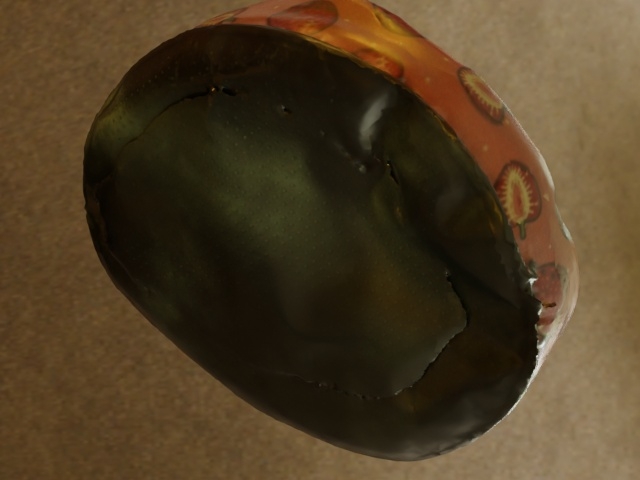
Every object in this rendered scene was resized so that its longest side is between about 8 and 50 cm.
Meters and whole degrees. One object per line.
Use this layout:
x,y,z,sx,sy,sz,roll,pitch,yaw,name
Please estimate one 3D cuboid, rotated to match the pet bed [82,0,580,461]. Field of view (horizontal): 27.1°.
0.000,0.000,0.495,0.053,0.201,0.201,-47,117,-42,pet bed
